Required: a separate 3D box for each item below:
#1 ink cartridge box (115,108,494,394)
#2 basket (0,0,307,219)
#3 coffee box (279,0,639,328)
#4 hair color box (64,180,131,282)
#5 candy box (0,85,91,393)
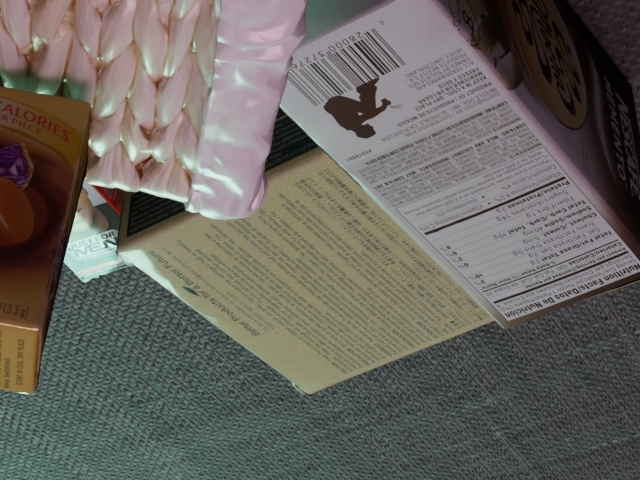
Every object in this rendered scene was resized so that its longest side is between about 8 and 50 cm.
[{"bbox_3d":[0.000,0.000,1.130,0.193,0.088,0.235,-23,138,27],"label":"ink cartridge box"},{"bbox_3d":[-0.118,-0.241,0.631,0.267,0.328,0.331,8,142,-8],"label":"basket"},{"bbox_3d":[0.085,-0.097,0.946,0.119,0.168,0.297,-23,138,25],"label":"coffee box"},{"bbox_3d":[-0.178,-0.031,1.122,0.072,0.043,0.141,-17,138,21],"label":"hair color box"},{"bbox_3d":[-0.188,-0.014,0.586,0.187,0.109,0.053,11,144,-6],"label":"candy box"}]
